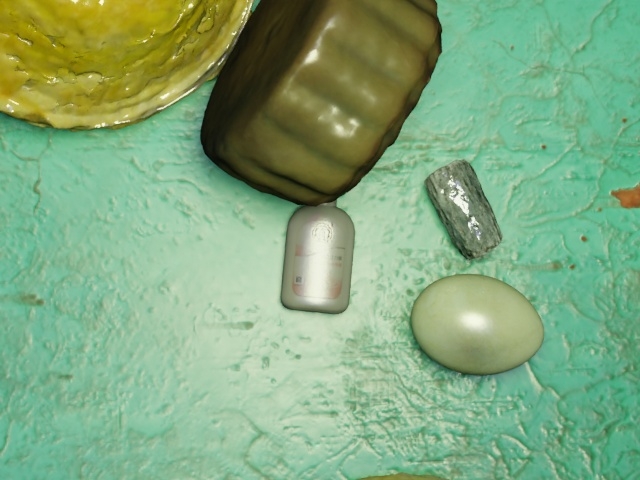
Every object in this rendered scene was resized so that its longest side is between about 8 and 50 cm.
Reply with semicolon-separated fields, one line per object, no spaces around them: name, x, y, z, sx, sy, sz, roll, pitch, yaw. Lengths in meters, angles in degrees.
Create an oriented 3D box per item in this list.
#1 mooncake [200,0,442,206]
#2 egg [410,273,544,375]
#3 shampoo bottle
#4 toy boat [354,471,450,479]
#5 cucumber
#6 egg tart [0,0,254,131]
mooncake;0.002;-0.175;1.601;0.161;0.290;0.290;30;83;-19
egg;0.177;0.095;1.674;0.152;0.114;0.114;12;84;-5
shampoo bottle;0.000;0.000;1.708;0.080;0.040;0.165;6;85;-2
toy boat;0.152;0.395;1.644;0.276;0.111;0.293;-10;84;1
cucumber;0.167;-0.035;1.712;0.064;0.064;0.112;-27;87;-6
egg tart;-0.253;-0.329;1.606;0.443;0.178;0.443;-2;96;-21
